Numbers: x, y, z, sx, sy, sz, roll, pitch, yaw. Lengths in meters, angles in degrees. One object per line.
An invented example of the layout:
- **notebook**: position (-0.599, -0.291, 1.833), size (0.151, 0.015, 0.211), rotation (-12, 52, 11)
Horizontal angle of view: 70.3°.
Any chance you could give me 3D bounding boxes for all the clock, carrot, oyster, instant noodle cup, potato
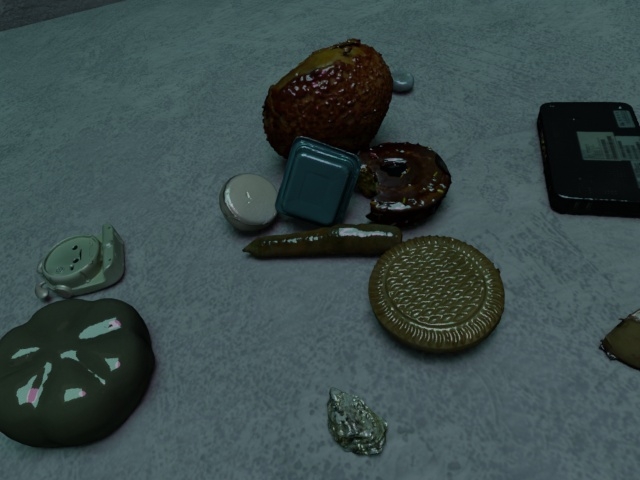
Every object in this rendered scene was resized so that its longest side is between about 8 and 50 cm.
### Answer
- **clock**: position (-0.534, 0.050, 1.000), size (0.190, 0.062, 0.152), rotation (-19, 49, -7)
- **carrot**: position (0.000, 0.001, 0.959), size (0.341, 0.070, 0.070), rotation (-3, 49, 9)
- **oyster**: position (0.057, 0.285, 0.722), size (0.100, 0.037, 0.098), rotation (2, 50, 10)
- **instant noodle cup**: position (-0.009, -0.114, 0.965), size (0.157, 0.179, 0.070), rotation (18, 19, 1)
- **potato**: position (0.597, 0.144, 0.722), size (0.243, 0.098, 0.138), rotation (-25, 52, -11)

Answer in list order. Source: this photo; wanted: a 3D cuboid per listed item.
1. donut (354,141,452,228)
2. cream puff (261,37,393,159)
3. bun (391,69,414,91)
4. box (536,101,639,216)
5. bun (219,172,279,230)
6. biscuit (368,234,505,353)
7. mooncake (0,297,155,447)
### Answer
- **donut**: position (0.175, -0.126, 1.019), size (0.216, 0.096, 0.230), rotation (-25, 50, -15)
- **cream puff**: position (0.023, -0.298, 1.071), size (0.350, 0.350, 0.229), rotation (-26, 89, -13)
- **bun**: position (0.235, -0.464, 1.332), size (0.083, 0.045, 0.083), rotation (-4, 52, 5)
- **box**: position (0.621, -0.198, 1.036), size (0.211, 0.058, 0.350), rotation (4, 51, 12)
- **bun**: position (-0.167, -0.080, 1.038), size (0.138, 0.094, 0.138), rotation (9, 67, -22)
- **biscuit**: position (0.213, 0.092, 0.836), size (0.258, 0.079, 0.259), rotation (-5, 49, 6)
- **mooncake**: position (-0.431, 0.219, 0.796), size (0.274, 0.135, 0.275), rotation (-2, 48, 2)
